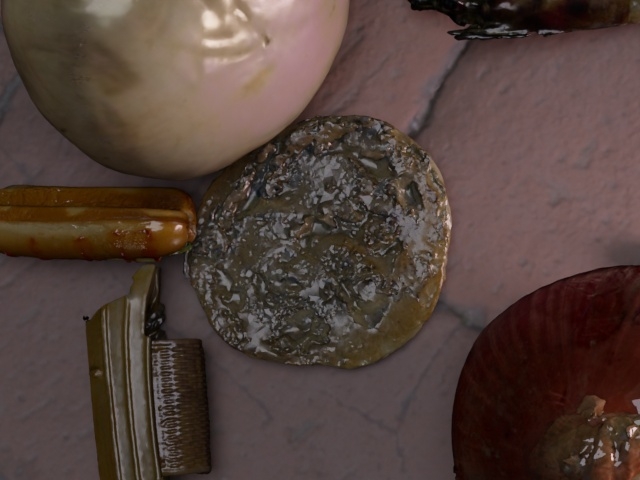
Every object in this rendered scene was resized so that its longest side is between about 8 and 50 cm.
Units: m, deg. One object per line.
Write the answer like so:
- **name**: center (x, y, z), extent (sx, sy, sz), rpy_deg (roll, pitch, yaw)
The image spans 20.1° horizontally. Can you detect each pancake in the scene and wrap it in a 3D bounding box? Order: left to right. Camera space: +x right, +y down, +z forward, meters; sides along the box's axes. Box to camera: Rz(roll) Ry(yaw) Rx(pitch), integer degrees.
- **pancake**: center (0.000, 0.000, 1.838), extent (0.282, 0.049, 0.282), rpy_deg (-1, 83, 8)

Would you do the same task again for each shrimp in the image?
- **shrimp**: center (0.260, -0.320, 1.841), extent (0.364, 0.071, 0.233), rpy_deg (-8, 75, 4)

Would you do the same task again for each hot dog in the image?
- **hot dog**: center (-0.245, -0.012, 1.847), extent (0.250, 0.104, 0.076), rpy_deg (-2, 113, 15)

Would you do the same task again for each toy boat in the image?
- **toy boat**: center (-0.167, 0.178, 1.816), extent (0.115, 0.089, 0.310), rpy_deg (-7, 81, 4)

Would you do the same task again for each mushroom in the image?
- **mushroom**: center (-0.156, -0.246, 1.753), extent (0.353, 0.325, 0.353), rpy_deg (6, 106, 20)

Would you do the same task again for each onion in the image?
- **onion**: center (0.291, 0.197, 1.656), extent (0.353, 0.353, 0.354), rpy_deg (-1, 82, 8)
